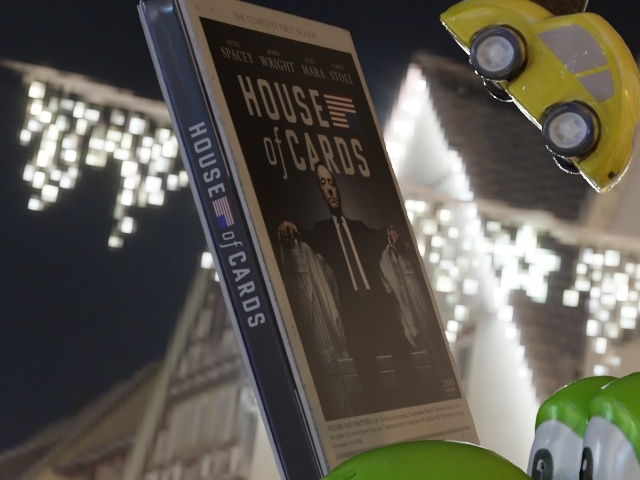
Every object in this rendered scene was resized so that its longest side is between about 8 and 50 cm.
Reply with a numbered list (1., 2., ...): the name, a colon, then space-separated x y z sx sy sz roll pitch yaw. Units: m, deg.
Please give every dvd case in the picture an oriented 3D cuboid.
1. dvd case: 0.000 0.000 0.860 0.030 0.238 0.179 -21 -10 25

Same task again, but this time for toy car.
1. toy car: 0.156 0.000 0.678 0.239 0.053 0.225 45 6 -22

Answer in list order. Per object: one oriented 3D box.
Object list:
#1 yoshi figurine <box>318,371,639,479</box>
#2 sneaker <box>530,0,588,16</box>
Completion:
1. yoshi figurine: 0.052 0.218 0.584 0.204 0.362 0.203 -3 -14 33
2. sneaker: 0.148 -0.319 1.508 0.106 0.290 0.123 -18 27 -15
